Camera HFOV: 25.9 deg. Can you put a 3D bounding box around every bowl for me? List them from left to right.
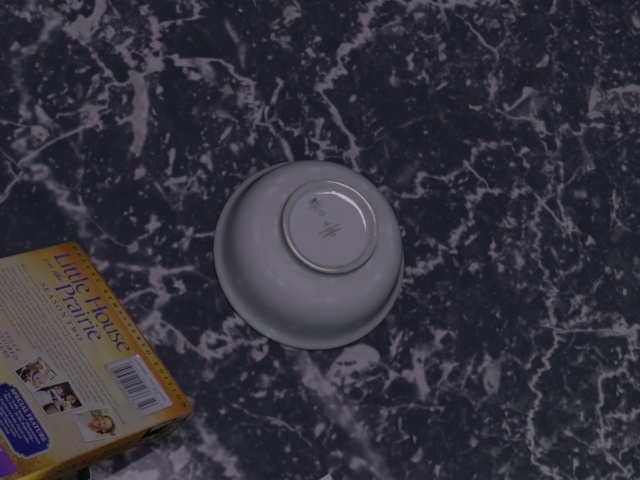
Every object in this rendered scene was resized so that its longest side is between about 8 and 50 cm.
[{"bbox_3d":[0.000,0.000,2.019,0.297,0.134,0.298,5,70,-14],"label":"bowl"}]

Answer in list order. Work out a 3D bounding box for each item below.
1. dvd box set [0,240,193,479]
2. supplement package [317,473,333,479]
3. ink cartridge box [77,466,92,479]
[{"bbox_3d":[-0.396,0.165,1.760,0.420,0.062,0.308,-17,64,-52],"label":"dvd box set"},{"bbox_3d":[-0.036,0.479,1.785,0.199,0.198,0.263,-24,79,-33],"label":"supplement package"},{"bbox_3d":[-0.322,0.374,1.810,0.062,0.109,0.209,-9,74,-19],"label":"ink cartridge box"}]
